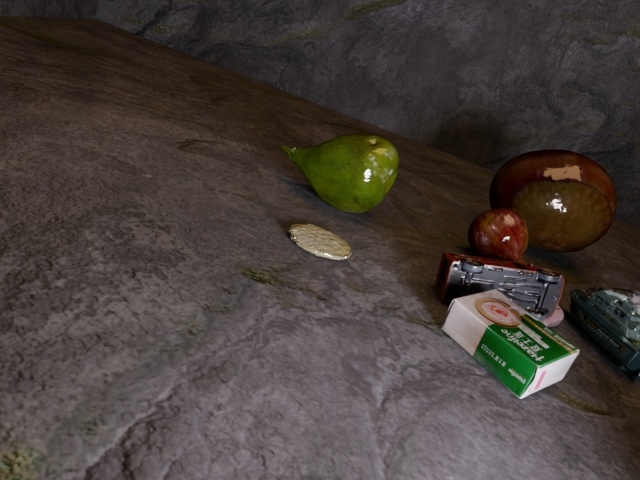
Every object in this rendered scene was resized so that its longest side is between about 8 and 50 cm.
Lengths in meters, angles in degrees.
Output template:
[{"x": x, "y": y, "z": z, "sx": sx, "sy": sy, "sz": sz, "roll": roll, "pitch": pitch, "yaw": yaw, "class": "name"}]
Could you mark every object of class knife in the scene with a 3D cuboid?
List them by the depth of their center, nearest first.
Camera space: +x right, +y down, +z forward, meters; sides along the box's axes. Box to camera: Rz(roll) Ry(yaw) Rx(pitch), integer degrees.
[{"x": 0.459, "y": 0.201, "z": 1.081, "sx": 0.081, "sy": 0.043, "sz": 0.336, "roll": 38, "pitch": 32, "yaw": 24, "class": "knife"}]

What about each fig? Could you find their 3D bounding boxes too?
[{"x": 0.070, "y": -0.207, "z": 1.398, "sx": 0.233, "sy": 0.233, "sz": 0.314, "roll": -1, "pitch": 27, "yaw": -44, "class": "fig"}, {"x": 0.522, "y": 0.010, "z": 1.422, "sx": 0.175, "sy": 0.175, "sz": 0.207, "roll": 7, "pitch": 46, "yaw": -32, "class": "fig"}]

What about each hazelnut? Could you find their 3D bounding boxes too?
[{"x": 0.803, "y": -0.155, "z": 1.757, "sx": 0.421, "sy": 0.352, "sz": 0.420, "roll": -7, "pitch": 53, "yaw": 10, "class": "hazelnut"}]

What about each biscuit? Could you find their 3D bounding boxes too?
[{"x": 0.000, "y": 0.000, "z": 1.115, "sx": 0.152, "sy": 0.020, "sz": 0.152, "roll": 19, "pitch": 23, "yaw": -8, "class": "biscuit"}]

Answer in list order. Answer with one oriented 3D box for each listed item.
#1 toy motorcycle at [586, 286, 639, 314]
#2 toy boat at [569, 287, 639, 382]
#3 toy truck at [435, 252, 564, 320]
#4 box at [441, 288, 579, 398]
[{"x": 0.820, "y": 0.191, "z": 1.338, "sx": 0.239, "sy": 0.108, "sz": 0.204, "roll": 8, "pitch": 4, "yaw": 40, "class": "toy motorcycle"}, {"x": 0.681, "y": 0.191, "z": 1.175, "sx": 0.114, "sy": 0.122, "sz": 0.296, "roll": 16, "pitch": 22, "yaw": -15, "class": "toy boat"}, {"x": 0.388, "y": 0.094, "z": 1.102, "sx": 0.253, "sy": 0.107, "sz": 0.114, "roll": 8, "pitch": 17, "yaw": -6, "class": "toy truck"}, {"x": 0.343, "y": 0.181, "z": 0.924, "sx": 0.135, "sy": 0.081, "sz": 0.199, "roll": -6, "pitch": 32, "yaw": -37, "class": "box"}]
